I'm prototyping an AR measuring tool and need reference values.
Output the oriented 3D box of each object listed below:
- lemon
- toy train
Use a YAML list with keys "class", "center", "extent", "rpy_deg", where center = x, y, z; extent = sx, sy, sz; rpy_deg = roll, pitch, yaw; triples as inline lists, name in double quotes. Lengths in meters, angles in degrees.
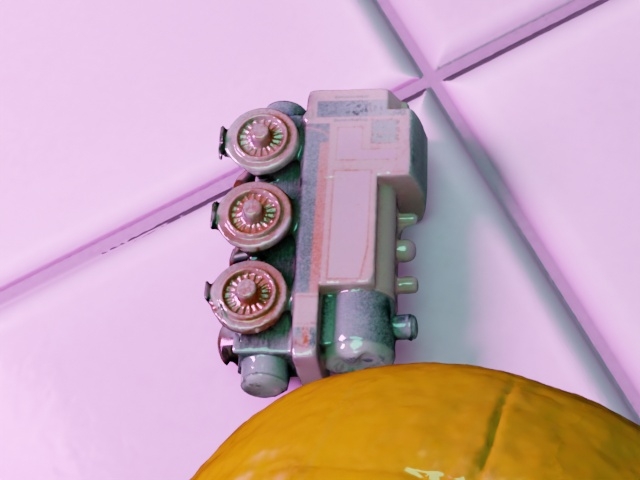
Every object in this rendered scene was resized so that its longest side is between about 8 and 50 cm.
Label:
- class: "lemon"
  center: [0.057, 0.192, 0.503]
  extent: [0.297, 0.297, 0.297]
  rpy_deg: [-6, 62, 11]
- class: "toy train"
  center: [0.000, 0.000, 0.735]
  extent: [0.125, 0.080, 0.194]
  rpy_deg: [-2, 61, 8]
